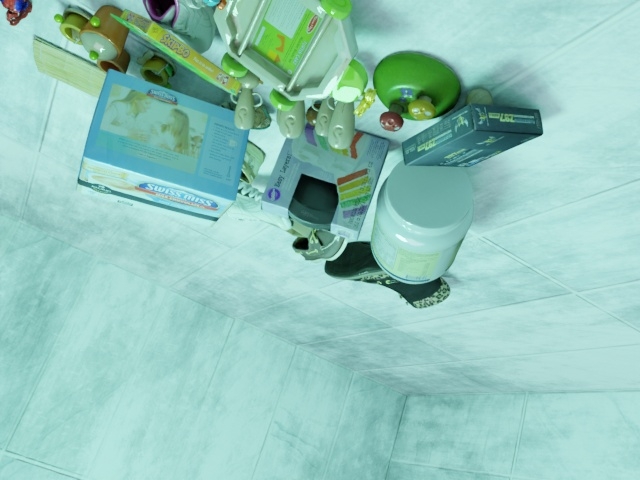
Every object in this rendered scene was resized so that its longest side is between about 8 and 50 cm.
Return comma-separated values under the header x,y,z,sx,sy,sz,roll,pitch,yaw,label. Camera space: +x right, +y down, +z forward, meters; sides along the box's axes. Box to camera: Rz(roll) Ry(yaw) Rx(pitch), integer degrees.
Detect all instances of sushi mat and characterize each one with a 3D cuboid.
x,y,z,sx,sy,sz,roll,pitch,yaw,label
-0.603,-0.423,1.719,0.316,0.019,0.151,25,158,-12,sushi mat

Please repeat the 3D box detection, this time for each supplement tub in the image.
x,y,z,sx,sy,sz,roll,pitch,yaw,label
0.250,-0.050,1.619,0.235,0.236,0.325,16,157,7,supplement tub

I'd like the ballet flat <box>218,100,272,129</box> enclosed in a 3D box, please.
x,y,z,sx,sy,sz,roll,pitch,yaw,label
-0.214,-0.317,1.621,0.206,0.073,0.067,4,126,26,ballet flat

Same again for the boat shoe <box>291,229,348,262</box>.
x,y,z,sx,sy,sz,roll,pitch,yaw,label
0.000,0.000,2.095,0.096,0.117,0.324,22,163,-16,boat shoe

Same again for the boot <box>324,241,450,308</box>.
x,y,z,sx,sy,sz,roll,pitch,yaw,label
0.224,0.119,2.170,0.377,0.138,0.284,-10,144,41,boot

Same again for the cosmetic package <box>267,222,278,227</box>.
x,y,z,sx,sy,sz,roll,pitch,yaw,label
-0.131,-0.069,2.128,0.115,0.041,0.060,23,158,-8,cosmetic package

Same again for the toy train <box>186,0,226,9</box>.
x,y,z,sx,sy,sz,roll,pitch,yaw,label
-0.221,-0.478,1.130,0.125,0.167,0.046,-17,-174,-43,toy train

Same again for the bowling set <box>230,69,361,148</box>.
x,y,z,sx,sy,sz,roll,pitch,yaw,label
-0.038,-0.314,1.419,0.286,0.200,0.154,12,113,8,bowling set

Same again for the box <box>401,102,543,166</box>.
x,y,z,sx,sy,sz,roll,pitch,yaw,label
0.306,-0.210,1.337,0.183,0.059,0.232,-1,169,-29,box

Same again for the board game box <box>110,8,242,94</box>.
x,y,z,sx,sy,sz,roll,pitch,yaw,label
-0.281,-0.374,1.280,0.124,0.039,0.259,34,-173,41,board game box

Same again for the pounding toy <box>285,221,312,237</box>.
x,y,z,sx,sy,sz,roll,pitch,yaw,label
-0.089,-0.087,2.011,0.141,0.100,0.130,32,168,-24,pounding toy

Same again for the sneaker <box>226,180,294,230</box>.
x,y,z,sx,sy,sz,roll,pitch,yaw,label
-0.205,-0.098,1.917,0.292,0.118,0.110,32,-176,20,sneaker

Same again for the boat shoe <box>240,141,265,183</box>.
x,y,z,sx,sy,sz,roll,pitch,yaw,label
-0.279,-0.259,1.747,0.285,0.089,0.104,30,156,-24,boat shoe

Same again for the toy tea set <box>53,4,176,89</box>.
x,y,z,sx,sy,sz,roll,pitch,yaw,label
-0.467,-0.401,1.525,0.199,0.124,0.336,0,151,38,toy tea set

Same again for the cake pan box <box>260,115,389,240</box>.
x,y,z,sx,sy,sz,roll,pitch,yaw,label
0.011,-0.149,1.543,0.245,0.267,0.070,19,160,7,cake pan box

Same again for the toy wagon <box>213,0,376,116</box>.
x,y,z,sx,sy,sz,roll,pitch,yaw,label
-0.037,-0.362,1.218,0.344,0.068,0.267,35,139,-5,toy wagon

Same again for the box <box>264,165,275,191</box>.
x,y,z,sx,sy,sz,roll,pitch,yaw,label
-0.014,-0.155,1.774,0.275,0.094,0.113,-2,150,41,box

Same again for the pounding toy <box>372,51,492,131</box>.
x,y,z,sx,sy,sz,roll,pitch,yaw,label
0.208,-0.268,1.320,0.236,0.110,0.183,22,158,-7,pounding toy

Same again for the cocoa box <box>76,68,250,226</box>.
x,y,z,sx,sy,sz,roll,pitch,yaw,label
-0.369,-0.205,1.532,0.346,0.232,0.228,16,160,-20,cocoa box

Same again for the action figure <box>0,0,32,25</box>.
x,y,z,sx,sy,sz,roll,pitch,yaw,label
-0.682,-0.528,1.402,0.091,0.139,0.280,27,159,-16,action figure

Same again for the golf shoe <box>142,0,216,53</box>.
x,y,z,sx,sy,sz,roll,pitch,yaw,label
-0.287,-0.450,1.257,0.115,0.140,0.306,13,158,11,golf shoe
